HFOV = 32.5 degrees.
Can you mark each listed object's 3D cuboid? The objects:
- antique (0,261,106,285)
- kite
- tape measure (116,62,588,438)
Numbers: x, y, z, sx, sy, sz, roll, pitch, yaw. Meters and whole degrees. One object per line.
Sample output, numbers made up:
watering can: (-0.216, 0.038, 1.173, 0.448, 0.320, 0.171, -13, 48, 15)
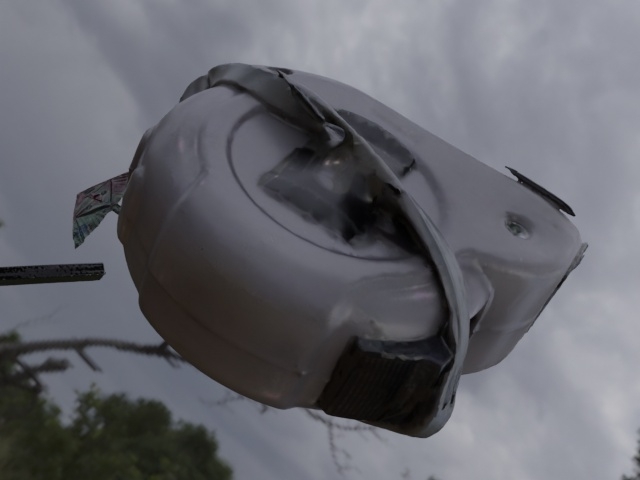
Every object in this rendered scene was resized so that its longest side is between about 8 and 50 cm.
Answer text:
antique: (-0.291, 0.032, 0.995, 0.031, 0.192, 0.015, -28, -112, 61)
kite: (-0.230, -0.040, 1.237, 0.152, 0.137, 0.005, 17, -30, 41)
tape measure: (0.000, 0.000, 0.562, 0.236, 0.197, 0.120, 33, -52, 9)
